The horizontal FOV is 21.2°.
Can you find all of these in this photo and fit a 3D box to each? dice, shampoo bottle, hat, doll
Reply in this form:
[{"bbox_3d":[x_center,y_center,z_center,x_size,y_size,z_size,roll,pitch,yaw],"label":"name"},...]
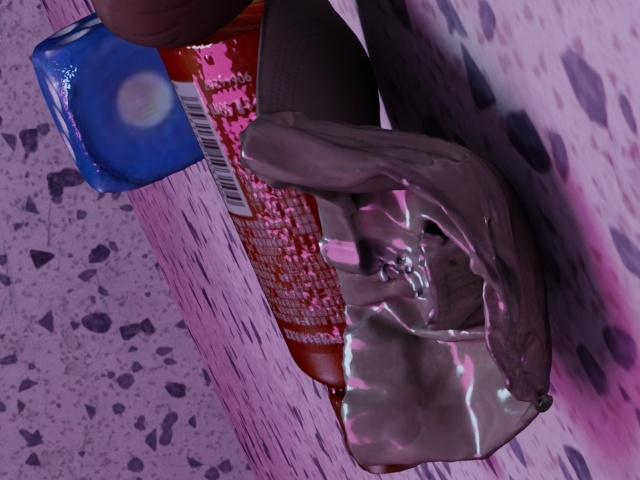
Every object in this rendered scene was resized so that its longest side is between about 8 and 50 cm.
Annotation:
[{"bbox_3d":[-0.166,-0.132,1.520,0.146,0.143,0.146,68,167,-17],"label":"dice"},{"bbox_3d":[0.000,-0.001,1.079,0.118,0.076,0.314,-4,117,44],"label":"shampoo bottle"},{"bbox_3d":[0.050,-0.021,0.832,0.245,0.149,0.214,-73,-28,-43],"label":"hat"},{"bbox_3d":[-0.059,-0.152,0.840,0.096,0.145,0.188,38,165,8],"label":"doll"}]
